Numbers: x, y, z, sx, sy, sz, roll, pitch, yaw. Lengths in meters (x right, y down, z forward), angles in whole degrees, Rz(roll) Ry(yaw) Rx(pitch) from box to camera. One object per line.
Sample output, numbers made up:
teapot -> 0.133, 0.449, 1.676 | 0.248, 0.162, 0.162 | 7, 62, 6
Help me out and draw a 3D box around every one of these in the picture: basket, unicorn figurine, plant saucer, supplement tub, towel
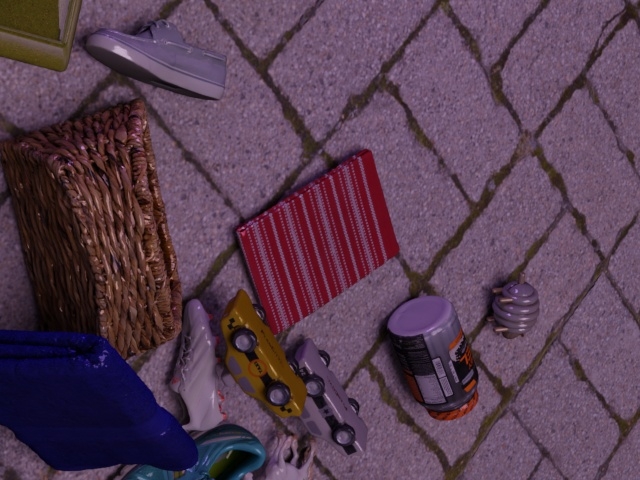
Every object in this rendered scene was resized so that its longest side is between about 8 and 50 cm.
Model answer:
basket -> -0.246, -0.012, 1.682 | 0.223, 0.213, 0.299 | -21, 114, -33
unicorn figurine -> -0.062, 0.353, 2.018 | 0.162, 0.060, 0.111 | 19, 83, -37
plant saucer -> -0.368, -0.318, 1.621 | 0.188, 0.045, 0.188 | 11, 93, -40
supplement tub -> 0.190, 0.196, 2.149 | 0.117, 0.117, 0.190 | -38, 122, -26
towel -> 0.000, 0.000, 2.005 | 0.275, 0.031, 0.199 | -33, 121, -27
towel -> -0.304, 0.200, 1.646 | 0.308, 0.227, 0.076 | 63, 29, -53

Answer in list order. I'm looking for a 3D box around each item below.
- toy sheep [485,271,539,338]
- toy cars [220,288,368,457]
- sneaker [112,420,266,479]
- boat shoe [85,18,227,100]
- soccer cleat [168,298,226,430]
toy sheep -> 0.338, 0.114, 2.272 | 0.091, 0.091, 0.132 | -18, 130, -35
toy cars -> -0.052, 0.213, 1.939 | 0.087, 0.176, 0.393 | -27, 146, 16
sneaker -> -0.199, 0.350, 1.874 | 0.275, 0.110, 0.107 | -33, 119, -28
boat shoe -> -0.215, -0.252, 1.747 | 0.227, 0.079, 0.081 | 17, 83, -46
soccer cleat -> -0.183, 0.183, 1.878 | 0.076, 0.068, 0.196 | -9, 104, -17
